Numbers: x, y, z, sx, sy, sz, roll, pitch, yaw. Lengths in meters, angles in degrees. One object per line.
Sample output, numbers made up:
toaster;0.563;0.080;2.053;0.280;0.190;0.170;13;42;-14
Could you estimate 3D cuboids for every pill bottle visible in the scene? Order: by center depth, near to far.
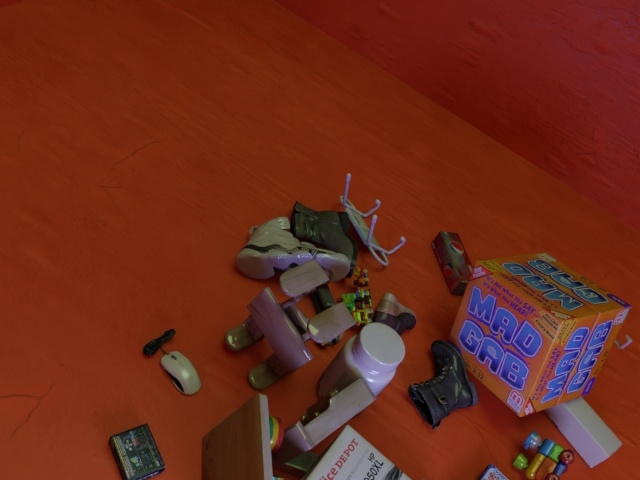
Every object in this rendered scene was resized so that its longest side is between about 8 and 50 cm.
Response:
pill bottle;0.113;0.364;1.682;0.160;0.283;0.160;16;43;-15

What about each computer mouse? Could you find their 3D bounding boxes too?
computer mouse;-0.386;0.327;1.615;0.193;0.042;0.106;45;42;17

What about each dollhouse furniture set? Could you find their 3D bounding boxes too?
dollhouse furniture set;-0.086;0.322;1.552;0.256;0.362;0.394;-23;75;-43

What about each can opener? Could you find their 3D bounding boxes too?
can opener;-0.004;0.211;1.929;0.095;0.076;0.283;1;47;-30

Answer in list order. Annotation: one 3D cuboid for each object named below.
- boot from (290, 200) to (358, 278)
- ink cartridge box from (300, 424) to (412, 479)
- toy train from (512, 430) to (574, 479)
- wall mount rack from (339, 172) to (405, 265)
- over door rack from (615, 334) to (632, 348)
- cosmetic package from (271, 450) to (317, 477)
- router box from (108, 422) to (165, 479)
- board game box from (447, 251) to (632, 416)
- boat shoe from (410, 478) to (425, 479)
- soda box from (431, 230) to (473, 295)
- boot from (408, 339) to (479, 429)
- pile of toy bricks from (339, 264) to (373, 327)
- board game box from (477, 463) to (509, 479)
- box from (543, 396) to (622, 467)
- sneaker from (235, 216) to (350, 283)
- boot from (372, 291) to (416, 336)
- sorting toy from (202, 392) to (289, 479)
boot;0.000;0.000;2.134;0.222;0.118;0.338;10;34;-18
ink cartridge box;0.116;0.669;1.377;0.395;0.166;0.285;38;32;12
toy train;0.640;0.702;1.806;0.143;0.105;0.248;33;62;28
wall mount rack;0.174;-0.085;2.222;0.304;0.130;0.350;26;29;-55
over door rack;0.997;0.323;2.349;0.239;0.108;0.324;7;25;-24
cosmetic package;-0.070;0.568;1.555;0.115;0.041;0.060;24;41;-7
router box;-0.432;0.504;1.413;0.092;0.038;0.122;-10;54;-37
board game box;0.695;0.288;1.965;0.356;0.357;0.356;-5;30;-33
boat shoe;0.215;0.669;1.569;0.258;0.089;0.109;15;42;-9
soda box;0.526;0.088;2.353;0.092;0.083;0.263;7;46;-23
boot;0.366;0.444;1.896;0.229;0.091;0.263;-6;54;-35
pile of toy bricks;0.115;0.198;2.009;0.105;0.118;0.212;-6;64;2
board game box;0.521;0.755;1.697;0.201;0.035;0.136;42;52;14
box;0.861;0.605;2.018;0.113;0.094;0.275;-13;57;-39
sneaker;-0.081;0.025;1.969;0.365;0.137;0.210;3;40;5
boot;0.226;0.304;1.956;0.090;0.248;0.207;6;66;34
sorting toy;-0.170;0.531;1.387;0.089;0.255;0.257;24;38;-31
